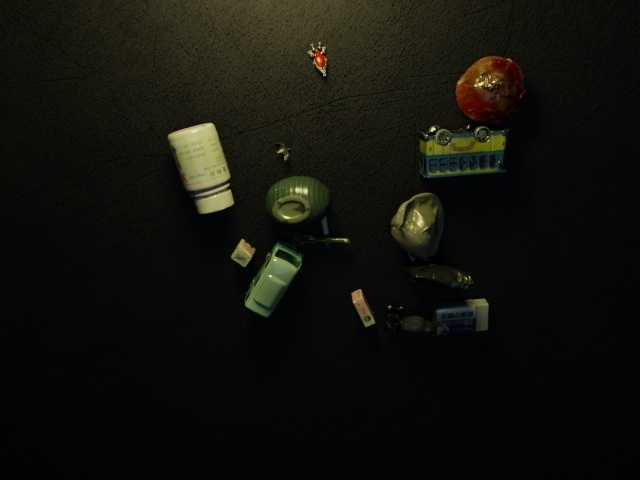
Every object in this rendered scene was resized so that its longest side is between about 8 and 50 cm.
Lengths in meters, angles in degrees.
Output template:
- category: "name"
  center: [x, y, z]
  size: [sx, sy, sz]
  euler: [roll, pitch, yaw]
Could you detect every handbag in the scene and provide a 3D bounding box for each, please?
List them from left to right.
- category: "handbag"
  center: [0.422, 0.127, 1.773]
  size: [0.210, 0.254, 0.089]
  euler: [5, 94, 0]

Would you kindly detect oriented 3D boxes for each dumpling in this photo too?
- category: "dumpling"
  center: [0.351, -0.052, 1.768]
  size: [0.163, 0.205, 0.293]
  euler: [-4, 145, 38]

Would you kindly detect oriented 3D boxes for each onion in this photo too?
- category: "onion"
  center: [0.569, -0.501, 1.587]
  size: [0.229, 0.163, 0.230]
  euler: [0, 88, 1]

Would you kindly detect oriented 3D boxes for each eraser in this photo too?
- category: "eraser"
  center: [0.560, 0.305, 1.928]
  size: [0.209, 0.068, 0.125]
  euler: [-5, 109, 1]

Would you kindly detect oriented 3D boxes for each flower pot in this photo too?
- category: "flower pot"
  center: [-0.082, -0.135, 1.722]
  size: [0.242, 0.157, 0.190]
  euler: [-7, 112, 17]

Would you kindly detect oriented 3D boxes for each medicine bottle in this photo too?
- category: "medicine bottle"
  center: [-0.408, -0.248, 1.679]
  size: [0.169, 0.170, 0.293]
  euler: [-12, 108, 4]

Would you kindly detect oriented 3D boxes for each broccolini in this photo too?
- category: "broccolini"
  center: [0.000, -0.003, 1.804]
  size: [0.215, 0.067, 0.058]
  euler: [2, 152, 12]

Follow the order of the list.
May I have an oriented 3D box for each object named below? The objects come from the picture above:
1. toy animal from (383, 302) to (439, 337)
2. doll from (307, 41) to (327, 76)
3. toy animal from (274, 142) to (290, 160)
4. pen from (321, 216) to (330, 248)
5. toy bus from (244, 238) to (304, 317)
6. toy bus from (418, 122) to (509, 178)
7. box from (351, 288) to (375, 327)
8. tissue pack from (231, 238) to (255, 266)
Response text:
- category: "toy animal"
  center: [0.358, 0.328, 1.888]
  size: [0.209, 0.117, 0.121]
  euler: [11, 104, 16]
- category: "doll"
  center: [-0.004, -0.607, 1.623]
  size: [0.057, 0.039, 0.114]
  euler: [-19, 97, -27]
- category: "toy animal"
  center: [-0.130, -0.320, 1.727]
  size: [0.028, 0.050, 0.084]
  euler: [-42, 71, 37]
- category: "pen"
  center: [0.015, -0.066, 1.821]
  size: [0.025, 0.025, 0.205]
  euler: [-8, 110, 3]
- category: "toy bus"
  center: [-0.176, 0.149, 1.821]
  size: [0.132, 0.165, 0.272]
  euler: [29, 107, -9]
- category: "toy bus"
  center: [0.492, -0.311, 1.674]
  size: [0.287, 0.138, 0.175]
  euler: [-4, 108, 1]
- category: "box"
  center: [0.169, 0.267, 1.903]
  size: [0.043, 0.089, 0.125]
  euler: [-25, 109, 8]
- category: "tissue pack"
  center: [-0.292, 0.048, 1.823]
  size: [0.074, 0.094, 0.059]
  euler: [37, 106, -11]
